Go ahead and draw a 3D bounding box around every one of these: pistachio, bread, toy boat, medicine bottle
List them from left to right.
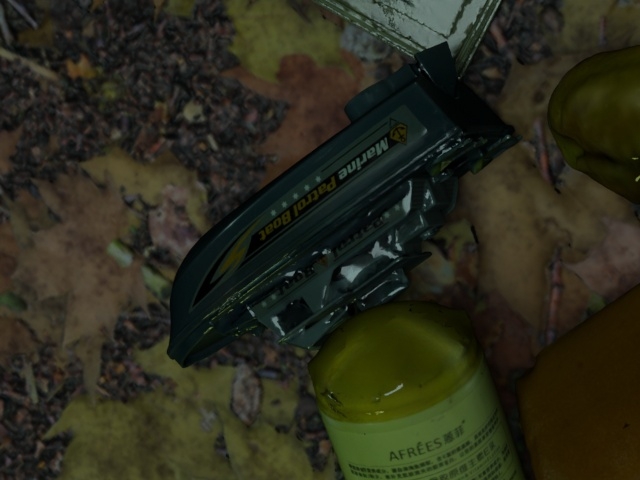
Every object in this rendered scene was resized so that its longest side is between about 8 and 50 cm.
[{"bbox_3d":[0.003,0.002,1.230,0.296,0.114,0.122,-39,76,22],"label":"toy boat"},{"bbox_3d":[0.075,0.152,1.192,0.124,0.124,0.239,-12,114,21],"label":"medicine bottle"},{"bbox_3d":[0.232,-0.080,1.139,0.189,0.110,0.100,-4,66,21],"label":"pistachio"},{"bbox_3d":[0.284,0.054,1.130,0.361,0.077,0.138,-38,46,22],"label":"bread"}]

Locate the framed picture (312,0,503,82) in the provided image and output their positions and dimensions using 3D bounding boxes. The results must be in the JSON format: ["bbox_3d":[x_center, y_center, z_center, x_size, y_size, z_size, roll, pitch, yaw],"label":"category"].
[{"bbox_3d":[0.036,-0.236,1.233,0.231,0.010,0.173,30,108,13],"label":"framed picture"}]
